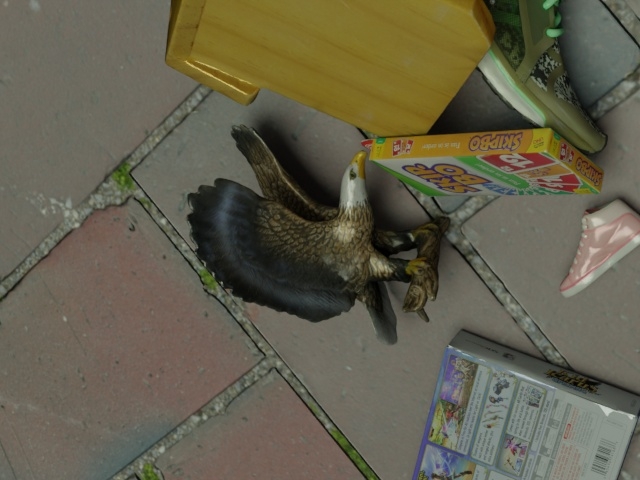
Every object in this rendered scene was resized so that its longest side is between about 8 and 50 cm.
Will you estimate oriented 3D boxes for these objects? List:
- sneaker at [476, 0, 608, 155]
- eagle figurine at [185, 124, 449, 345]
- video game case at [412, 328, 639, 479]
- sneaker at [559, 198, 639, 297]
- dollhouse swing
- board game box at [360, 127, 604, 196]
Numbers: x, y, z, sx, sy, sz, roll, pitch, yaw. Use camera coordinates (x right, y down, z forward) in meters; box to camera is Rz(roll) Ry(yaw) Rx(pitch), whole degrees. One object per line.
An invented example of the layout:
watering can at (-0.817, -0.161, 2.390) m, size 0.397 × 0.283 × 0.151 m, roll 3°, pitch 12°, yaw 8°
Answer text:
sneaker at (0.217, -0.279, 1.362) m, size 0.182 × 0.158 × 0.410 m, roll -33°, pitch 98°, yaw 14°
eagle figurine at (0.002, -0.011, 1.523) m, size 0.298 × 0.226 × 0.225 m, roll 11°, pitch 78°, yaw 4°
video game case at (0.251, 0.276, 1.596) m, size 0.244 × 0.061 × 0.269 m, roll 20°, pitch 116°, yaw 17°
sneaker at (0.315, 0.004, 1.467) m, size 0.070 × 0.051 × 0.134 m, roll 48°, pitch 118°, yaw 4°
dollhouse swing at (0.010, -0.318, 1.361) m, size 0.305 × 0.315 × 0.347 m, roll 8°, pitch 157°, yaw -11°
board game box at (0.175, -0.085, 1.430) m, size 0.259 × 0.124 × 0.039 m, roll 4°, pitch 73°, yaw 42°
